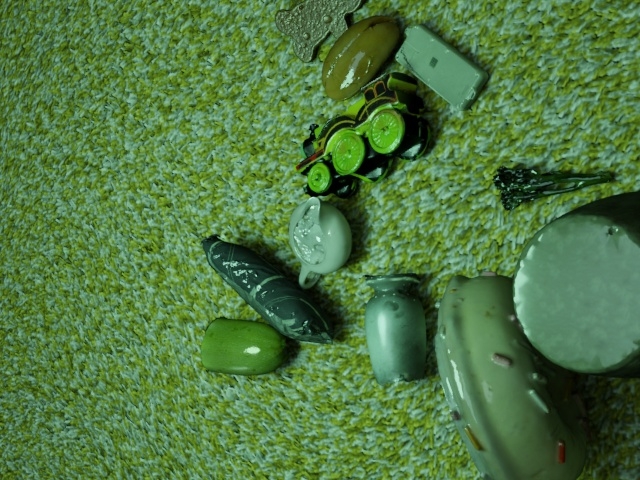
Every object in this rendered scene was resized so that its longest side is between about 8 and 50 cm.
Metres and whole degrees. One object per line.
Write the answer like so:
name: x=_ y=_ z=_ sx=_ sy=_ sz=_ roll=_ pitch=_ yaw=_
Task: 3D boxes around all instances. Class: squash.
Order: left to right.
squash: x=-0.140 y=0.218 z=2.084 sx=0.187 sy=0.123 sz=0.123 roll=0 pitch=92 yaw=33

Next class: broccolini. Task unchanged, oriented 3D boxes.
broccolini: x=0.388 y=-0.093 z=1.714 sx=0.201 sy=0.058 sz=0.073 roll=-3 pitch=105 yaw=22

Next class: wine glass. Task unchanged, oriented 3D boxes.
wine glass: x=0.136 y=0.159 z=1.865 sx=0.111 sy=0.111 sz=0.204 roll=-9 pitch=83 yaw=38

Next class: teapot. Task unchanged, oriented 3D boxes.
teapot: x=0.000 y=0.000 z=1.972 sx=0.145 sy=0.092 sz=0.226 roll=36 pitch=132 yaw=34

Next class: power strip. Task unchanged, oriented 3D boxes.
power strip: x=0.214 y=-0.310 z=1.832 sx=0.192 sy=0.035 sz=0.081 roll=44 pitch=117 yaw=28

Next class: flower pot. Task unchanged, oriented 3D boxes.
flower pot: x=0.442 y=0.066 z=1.491 sx=0.294 sy=0.330 sz=0.293 roll=1 pitch=92 yaw=39

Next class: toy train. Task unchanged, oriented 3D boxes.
toy train: x=0.072 y=-0.187 z=1.910 sx=0.296 sy=0.101 sz=0.160 roll=-29 pitch=68 yaw=36

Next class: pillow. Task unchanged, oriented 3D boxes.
pillow: x=-0.107 y=0.097 z=2.025 sx=0.092 sy=0.161 sz=0.335 roll=-48 pitch=59 yaw=-4

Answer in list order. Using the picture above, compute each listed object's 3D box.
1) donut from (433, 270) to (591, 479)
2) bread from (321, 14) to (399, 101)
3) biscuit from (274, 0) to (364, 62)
donut: x=0.305 y=0.222 z=1.588 sx=0.143 sy=0.383 sz=0.382 roll=-21 pitch=79 yaw=21
bread: x=0.066 y=-0.343 z=1.906 sx=0.189 sy=0.077 sz=0.114 roll=-50 pitch=38 yaw=21
biscuit: x=0.010 y=-0.439 z=1.976 sx=0.205 sy=0.031 sz=0.138 roll=-36 pitch=85 yaw=35
